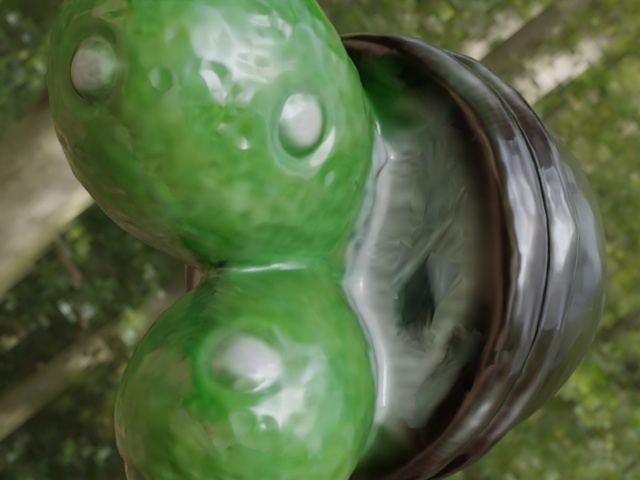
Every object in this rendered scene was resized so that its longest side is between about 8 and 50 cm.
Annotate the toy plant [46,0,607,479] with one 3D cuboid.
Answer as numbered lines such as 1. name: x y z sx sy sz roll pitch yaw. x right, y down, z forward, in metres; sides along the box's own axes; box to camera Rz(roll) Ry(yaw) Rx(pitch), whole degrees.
1. toy plant: 0.000 0.000 0.734 0.175 0.235 0.218 -8 -97 41
